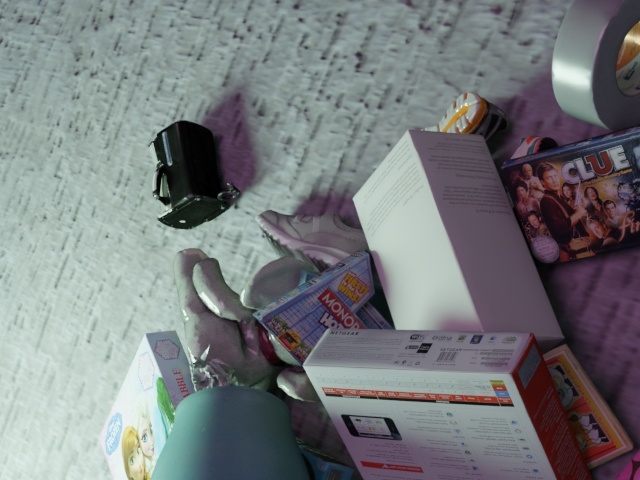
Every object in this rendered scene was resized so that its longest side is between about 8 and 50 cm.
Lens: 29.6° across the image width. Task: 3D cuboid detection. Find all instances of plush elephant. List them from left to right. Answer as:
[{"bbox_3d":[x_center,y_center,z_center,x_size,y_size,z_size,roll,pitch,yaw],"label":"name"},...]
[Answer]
[{"bbox_3d":[-0.093,0.150,2.019,0.330,0.256,0.271,-115,12,-72],"label":"plush elephant"}]

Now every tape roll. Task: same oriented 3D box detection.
[{"bbox_3d":[0.424,-0.268,1.717,0.072,0.219,0.219,28,95,41],"label":"tape roll"}]

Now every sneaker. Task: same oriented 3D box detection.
[{"bbox_3d":[0.000,0.000,2.094,0.115,0.105,0.281,-46,43,-19],"label":"sneaker"},{"bbox_3d":[0.215,-0.154,1.955,0.215,0.083,0.084,-39,46,47],"label":"sneaker"},{"bbox_3d":[0.310,-0.087,1.875,0.075,0.057,0.161,23,93,59],"label":"sneaker"}]

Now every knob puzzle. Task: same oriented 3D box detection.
[{"bbox_3d":[0.313,0.258,1.708,0.213,0.030,0.213,12,115,28],"label":"knob puzzle"}]

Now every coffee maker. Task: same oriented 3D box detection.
[{"bbox_3d":[-0.239,-0.132,2.319,0.171,0.120,0.178,-16,65,10],"label":"coffee maker"}]

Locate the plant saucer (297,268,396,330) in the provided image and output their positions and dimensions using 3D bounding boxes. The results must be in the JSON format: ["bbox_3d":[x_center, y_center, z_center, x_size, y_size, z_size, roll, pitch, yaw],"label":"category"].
[{"bbox_3d":[0.054,0.097,1.945,0.018,0.192,0.067,166,116,-70],"label":"plant saucer"}]

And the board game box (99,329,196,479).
[{"bbox_3d":[-0.277,0.380,2.129,0.318,0.066,0.318,61,139,35],"label":"board game box"}]

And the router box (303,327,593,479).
[{"bbox_3d":[0.179,0.262,1.702,0.336,0.301,0.082,-2,37,36],"label":"router box"}]

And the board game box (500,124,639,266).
[{"bbox_3d":[0.396,-0.064,1.737,0.243,0.042,0.165,-15,103,37],"label":"board game box"}]

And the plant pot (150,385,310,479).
[{"bbox_3d":[-0.134,0.370,1.819,0.272,0.272,0.255,-29,43,30],"label":"plant pot"}]

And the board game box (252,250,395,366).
[{"bbox_3d":[0.031,0.119,1.895,0.194,0.194,0.060,-45,15,-7],"label":"board game box"}]

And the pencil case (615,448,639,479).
[{"bbox_3d":[0.485,0.274,1.583,0.209,0.095,0.098,-53,55,17],"label":"pencil case"}]

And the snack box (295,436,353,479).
[{"bbox_3d":[-0.085,0.408,1.996,0.322,0.060,0.187,16,87,55],"label":"snack box"}]

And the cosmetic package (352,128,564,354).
[{"bbox_3d":[0.196,0.036,1.822,0.197,0.155,0.365,-49,49,46],"label":"cosmetic package"}]
